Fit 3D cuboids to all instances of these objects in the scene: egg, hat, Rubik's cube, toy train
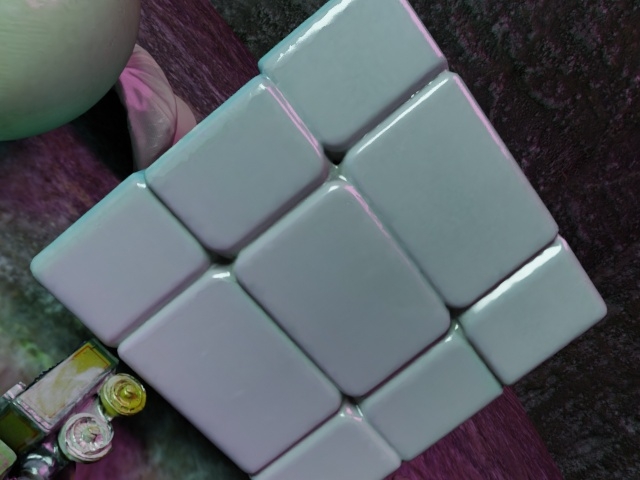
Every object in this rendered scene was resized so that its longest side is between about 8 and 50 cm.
[{"bbox_3d":[-0.271,-0.208,0.398,0.218,0.218,0.295,38,31,-46],"label":"egg"},{"bbox_3d":[-0.236,-0.200,0.659,0.219,0.164,0.226,55,36,0],"label":"hat"},{"bbox_3d":[0.000,0.000,0.479,0.319,0.316,0.322,50,6,-15],"label":"Rubik's cube"},{"bbox_3d":[-0.172,0.121,0.255,0.081,0.060,0.202,46,13,-6],"label":"toy train"}]

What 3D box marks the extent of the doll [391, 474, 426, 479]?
[{"bbox_3d":[0.165,0.389,0.544,0.154,0.113,0.275,10,31,-17],"label":"doll"}]
